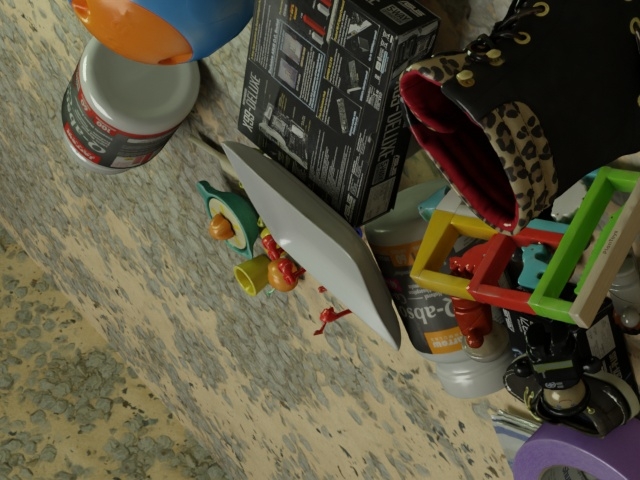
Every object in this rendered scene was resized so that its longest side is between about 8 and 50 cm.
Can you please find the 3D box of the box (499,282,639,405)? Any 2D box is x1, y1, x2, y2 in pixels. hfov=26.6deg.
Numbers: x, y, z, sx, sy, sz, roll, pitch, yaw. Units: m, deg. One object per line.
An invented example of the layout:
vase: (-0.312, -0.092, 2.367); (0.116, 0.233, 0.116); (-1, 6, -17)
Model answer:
box: (0.329, 0.148, 1.788); (0.147, 0.077, 0.180); (26, 143, 51)

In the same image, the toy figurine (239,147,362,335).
toy figurine: (-0.043, -0.056, 2.119); (0.217, 0.191, 0.363); (32, 153, 59)

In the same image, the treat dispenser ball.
treat dispenser ball: (-0.217, -0.388, 1.878); (0.288, 0.288, 0.288); (44, 155, 27)

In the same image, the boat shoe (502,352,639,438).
boat shoe: (0.300, 0.196, 1.716); (0.227, 0.068, 0.081); (7, 128, 59)

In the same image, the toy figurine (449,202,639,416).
toy figurine: (0.280, 0.082, 1.628); (0.213, 0.209, 0.148); (31, 156, 41)

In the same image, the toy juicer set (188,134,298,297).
toy juicer set: (-0.148, -0.031, 2.485); (0.209, 0.089, 0.329); (14, 133, 58)

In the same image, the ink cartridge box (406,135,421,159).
ink cartridge box: (0.049, -0.184, 1.847); (0.198, 0.115, 0.067); (43, 154, 25)

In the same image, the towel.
towel: (0.380, 0.394, 2.080); (0.209, 0.034, 0.285); (14, 135, 55)

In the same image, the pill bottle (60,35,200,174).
pill bottle: (-0.356, -0.246, 2.450); (0.210, 0.210, 0.363); (56, 157, 0)

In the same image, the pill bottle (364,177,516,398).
pill bottle: (0.181, 0.067, 1.860); (0.162, 0.162, 0.278); (11, 130, 59)

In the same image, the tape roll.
tape roll: (0.400, 0.356, 1.865); (0.274, 0.090, 0.275); (33, 146, 26)

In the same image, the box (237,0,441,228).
box: (0.012, -0.203, 1.704); (0.242, 0.076, 0.307); (41, 140, 29)

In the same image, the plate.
plate: (0.000, 0.000, 1.819); (0.277, 0.045, 0.278); (42, 169, 32)

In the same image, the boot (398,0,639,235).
boot: (0.194, -0.216, 1.291); (0.377, 0.284, 0.138); (59, 157, -10)

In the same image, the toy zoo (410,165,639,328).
toy zoo: (0.227, -0.012, 1.574); (0.293, 0.192, 0.030); (12, 154, 45)
